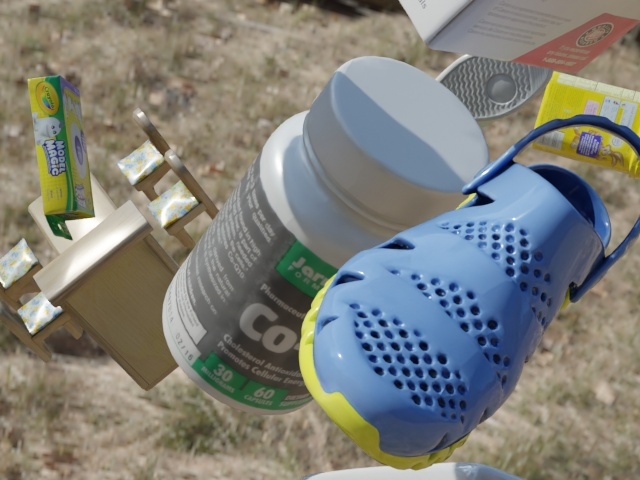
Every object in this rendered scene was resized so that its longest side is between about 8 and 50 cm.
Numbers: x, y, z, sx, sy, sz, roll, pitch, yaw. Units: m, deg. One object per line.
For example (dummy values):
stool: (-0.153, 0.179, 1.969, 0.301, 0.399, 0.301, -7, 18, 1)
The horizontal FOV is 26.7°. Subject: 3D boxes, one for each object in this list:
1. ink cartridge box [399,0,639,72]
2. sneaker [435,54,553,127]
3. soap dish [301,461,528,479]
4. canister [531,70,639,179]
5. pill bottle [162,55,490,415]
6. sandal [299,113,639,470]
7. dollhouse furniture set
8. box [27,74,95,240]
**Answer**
ink cartridge box: (0.190, -0.237, 0.826, 0.207, 0.283, 0.117, -1, 57, -53)
sneaker: (0.198, -0.194, 1.755, 0.094, 0.256, 0.151, 62, 29, -4)
soap dish: (0.123, 0.306, 1.323, 0.229, 0.291, 0.118, 27, 63, -33)
canister: (0.404, -0.169, 1.957, 0.170, 0.126, 0.073, 16, -4, 13)
pill bottle: (0.000, 0.000, 1.346, 0.204, 0.361, 0.204, 20, 43, -20)
sandal: (0.103, 0.012, 0.792, 0.126, 0.138, 0.317, 44, 43, 3)
dollhouse furniture set: (-0.341, 0.000, 2.012, 0.362, 0.256, 0.394, -39, 46, -4)
box: (-0.294, -0.091, 1.538, 0.043, 0.179, 0.105, -6, -3, 2)
